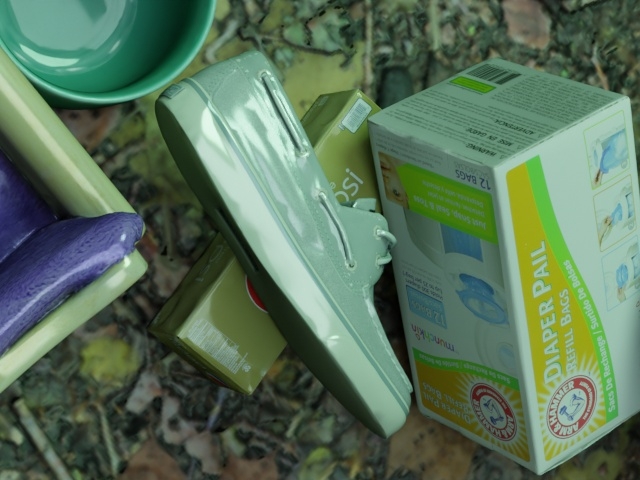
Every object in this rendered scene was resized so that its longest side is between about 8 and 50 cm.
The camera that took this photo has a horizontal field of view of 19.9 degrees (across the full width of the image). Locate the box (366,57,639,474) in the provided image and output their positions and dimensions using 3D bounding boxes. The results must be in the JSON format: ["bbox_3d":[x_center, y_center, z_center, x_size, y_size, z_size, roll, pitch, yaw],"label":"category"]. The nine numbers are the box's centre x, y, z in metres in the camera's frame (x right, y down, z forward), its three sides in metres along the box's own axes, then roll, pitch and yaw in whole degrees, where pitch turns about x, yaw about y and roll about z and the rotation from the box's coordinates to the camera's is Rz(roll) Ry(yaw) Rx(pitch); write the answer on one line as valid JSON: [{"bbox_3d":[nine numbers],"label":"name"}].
[{"bbox_3d":[0.114,0.014,1.051,0.103,0.114,0.203,-28,122,-29],"label":"box"}]

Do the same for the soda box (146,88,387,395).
[{"bbox_3d":[-0.020,0.000,1.062,0.058,0.061,0.181,41,77,-18],"label":"soda box"}]

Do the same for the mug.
[{"bbox_3d":[-0.120,-0.135,1.000,0.158,0.097,0.129,3,90,-23],"label":"mug"}]

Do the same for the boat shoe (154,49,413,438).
[{"bbox_3d":[-0.001,0.000,0.993,0.081,0.079,0.227,-34,99,-13],"label":"boat shoe"}]

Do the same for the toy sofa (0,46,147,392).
[{"bbox_3d":[-0.269,0.055,0.904,0.362,0.177,0.150,-42,106,-15],"label":"toy sofa"}]
